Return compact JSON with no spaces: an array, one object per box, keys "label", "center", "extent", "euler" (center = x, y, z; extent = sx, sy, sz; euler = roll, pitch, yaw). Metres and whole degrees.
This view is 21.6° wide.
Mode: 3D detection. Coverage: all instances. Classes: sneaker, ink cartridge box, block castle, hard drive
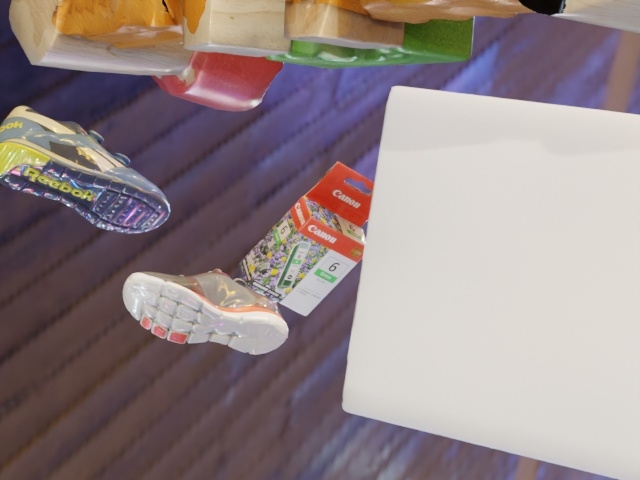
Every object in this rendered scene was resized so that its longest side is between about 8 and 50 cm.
[{"label":"sneaker","center":[-0.106,0.055,1.506],"extent":[0.061,0.158,0.065],"euler":[-53,-151,33]},{"label":"sneaker","center":[-0.170,-0.053,1.212],"extent":[0.053,0.144,0.059],"euler":[-42,-146,33]},{"label":"ink cartridge box","center":[0.000,0.000,1.249],"extent":[0.063,0.029,0.115],"euler":[28,117,-34]},{"label":"block castle","center":[0.045,-0.227,0.861],"extent":[0.212,0.453,0.303],"euler":[2,90,-43]},{"label":"hard drive","center":[0.188,0.034,1.093],"extent":[0.047,0.353,0.233],"euler":[4,95,-58]}]
